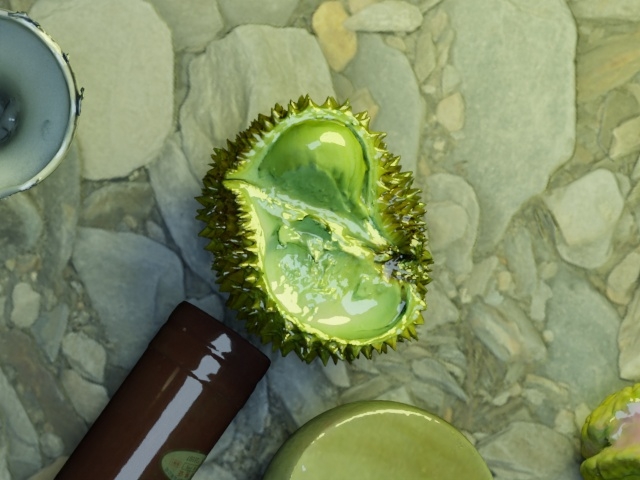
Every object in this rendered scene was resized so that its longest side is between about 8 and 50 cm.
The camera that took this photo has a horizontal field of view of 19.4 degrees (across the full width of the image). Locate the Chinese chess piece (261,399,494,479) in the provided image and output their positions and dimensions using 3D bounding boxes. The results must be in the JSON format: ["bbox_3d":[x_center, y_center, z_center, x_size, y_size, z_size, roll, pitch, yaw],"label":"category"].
[{"bbox_3d":[0.049,0.259,1.673,0.237,0.092,0.238,4,79,-18],"label":"Chinese chess piece"}]

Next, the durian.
[{"bbox_3d":[-0.001,-0.003,1.648,0.200,0.176,0.237,-23,87,0],"label":"durian"}]

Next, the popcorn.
[{"bbox_3d":[0.310,0.189,1.725,0.145,0.126,0.126,-39,80,19],"label":"popcorn"}]

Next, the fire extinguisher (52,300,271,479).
[{"bbox_3d":[-0.166,0.229,1.650,0.138,0.102,0.344,35,83,-9],"label":"fire extinguisher"}]

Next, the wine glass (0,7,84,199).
[{"bbox_3d":[-0.287,-0.107,1.591,0.165,0.196,0.165,1,87,-9],"label":"wine glass"}]
